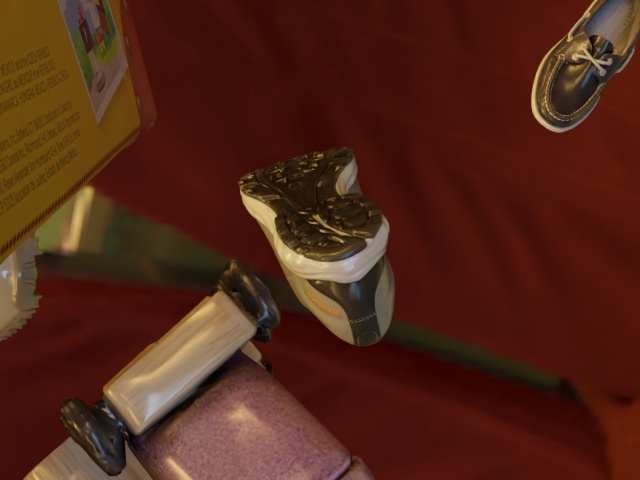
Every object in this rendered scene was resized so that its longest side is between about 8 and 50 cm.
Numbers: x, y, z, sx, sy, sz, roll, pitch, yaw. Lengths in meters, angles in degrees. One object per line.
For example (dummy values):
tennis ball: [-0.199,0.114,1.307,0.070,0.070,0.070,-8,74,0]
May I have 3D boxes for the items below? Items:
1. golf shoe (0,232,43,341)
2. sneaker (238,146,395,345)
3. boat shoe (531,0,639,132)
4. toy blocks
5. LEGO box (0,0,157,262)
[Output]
golf shoe: [-0.204,0.016,0.896,0.176,0.086,0.069,0,95,38]
sneaker: [0.000,0.000,1.610,0.271,0.100,0.108,-112,6,-66]
boat shoe: [0.181,-0.124,1.302,0.125,0.046,0.038,-51,3,-25]
toy blocks: [-0.065,0.217,0.608,0.309,0.260,0.288,-41,-2,-10]
LEGO box: [-0.272,-0.044,0.542,0.500,0.372,0.193,-79,-26,-80]
